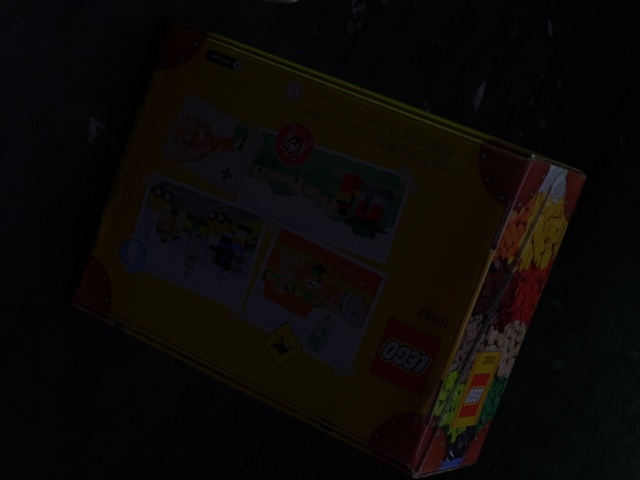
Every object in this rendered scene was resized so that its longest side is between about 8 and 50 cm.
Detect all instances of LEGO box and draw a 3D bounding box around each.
[{"bbox_3d":[0.000,0.000,1.738,0.193,0.500,0.372,6,106,-63],"label":"LEGO box"}]

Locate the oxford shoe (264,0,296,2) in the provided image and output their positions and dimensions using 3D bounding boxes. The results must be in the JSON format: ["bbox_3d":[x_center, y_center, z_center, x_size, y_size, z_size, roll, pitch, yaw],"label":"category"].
[{"bbox_3d":[-0.027,-0.467,1.701,0.140,0.146,0.397,-18,127,-57],"label":"oxford shoe"}]
